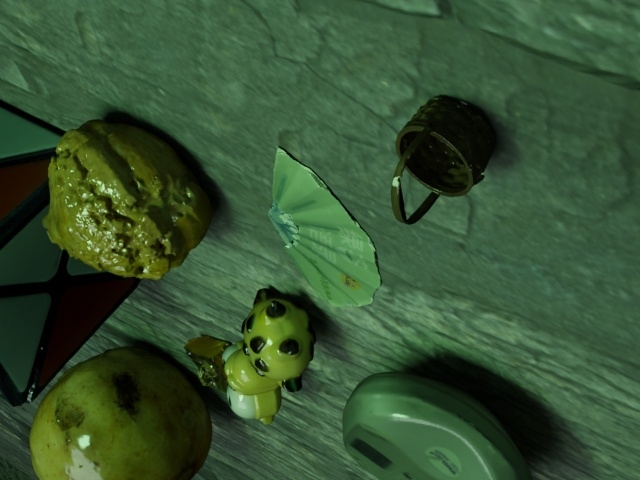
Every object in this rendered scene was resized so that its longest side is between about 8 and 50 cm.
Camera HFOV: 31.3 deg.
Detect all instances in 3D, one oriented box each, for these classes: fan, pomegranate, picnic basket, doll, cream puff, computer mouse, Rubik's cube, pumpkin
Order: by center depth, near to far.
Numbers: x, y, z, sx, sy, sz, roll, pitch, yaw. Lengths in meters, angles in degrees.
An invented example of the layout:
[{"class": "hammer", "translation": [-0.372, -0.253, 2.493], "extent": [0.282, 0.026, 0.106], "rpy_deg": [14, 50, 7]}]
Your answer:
[{"class": "picnic basket", "translation": [0.076, -0.050, 0.785], "extent": [0.072, 0.083, 0.072], "rpy_deg": [32, 154, 18]}, {"class": "fan", "translation": [0.000, 0.000, 1.072], "extent": [0.131, 0.009, 0.240], "rpy_deg": [23, 151, 27]}, {"class": "cream puff", "translation": [-0.207, -0.034, 1.163], "extent": [0.189, 0.129, 0.189], "rpy_deg": [31, 151, 20]}, {"class": "computer mouse", "translation": [0.114, 0.209, 1.169], "extent": [0.197, 0.095, 0.331], "rpy_deg": [39, 164, 3]}, {"class": "doll", "translation": [-0.062, 0.135, 1.300], "extent": [0.291, 0.086, 0.117], "rpy_deg": [120, 139, -67]}, {"class": "Rubik's cube", "translation": [-0.390, 0.006, 1.344], "extent": [0.246, 0.250, 0.248], "rpy_deg": [25, 150, 29]}, {"class": "pumpkin", "translation": [-0.138, 0.165, 1.496], "extent": [0.083, 0.054, 0.074], "rpy_deg": [12, 140, 54]}, {"class": "pomegranate", "translation": [-0.297, 0.280, 1.673], "extent": [0.260, 0.260, 0.260], "rpy_deg": [32, 155, 17]}]
